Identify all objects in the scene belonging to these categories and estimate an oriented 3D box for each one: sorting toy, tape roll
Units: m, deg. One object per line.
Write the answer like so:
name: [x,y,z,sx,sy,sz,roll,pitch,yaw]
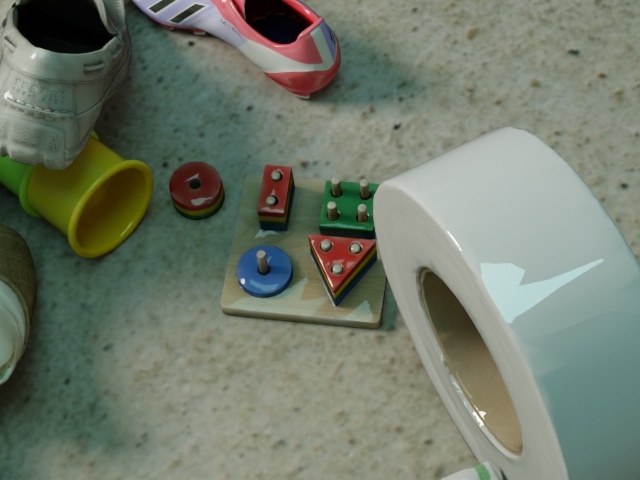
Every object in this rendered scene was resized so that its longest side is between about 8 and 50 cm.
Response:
sorting toy: [0.000,0.000,1.283,0.275,0.046,0.132,6,61,7]
tape roll: [0.145,0.065,1.098,0.100,0.286,0.286,-26,61,-10]

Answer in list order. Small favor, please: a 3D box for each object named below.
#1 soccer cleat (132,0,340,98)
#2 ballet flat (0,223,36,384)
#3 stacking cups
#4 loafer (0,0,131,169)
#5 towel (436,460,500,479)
soccer cleat: [-0.085,-0.216,1.386,0.248,0.095,0.083,34,68,21]
ballet flat: [-0.307,0.111,1.169,0.124,0.116,0.342,-7,32,48]
stacking cups: [-0.284,-0.107,1.350,0.316,0.096,0.096,36,69,26]
loafer: [-0.209,-0.171,1.299,0.112,0.111,0.319,13,28,-10]
towel: [0.016,0.311,1.074,0.325,0.038,0.248,-20,61,-7]
